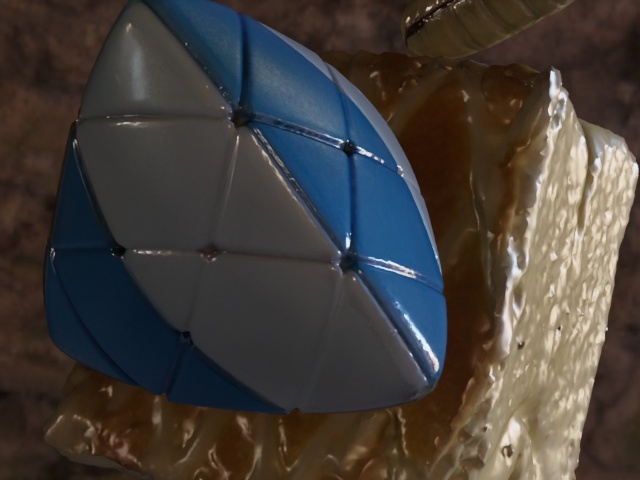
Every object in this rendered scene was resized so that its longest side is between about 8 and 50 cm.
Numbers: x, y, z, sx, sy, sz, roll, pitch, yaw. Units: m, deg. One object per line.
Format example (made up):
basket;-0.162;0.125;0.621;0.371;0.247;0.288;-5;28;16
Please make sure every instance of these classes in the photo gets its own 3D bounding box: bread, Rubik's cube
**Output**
bread;0.149;-0.198;1.048;0.214;0.073;0.053;-23;16;34
Rubik's cube;0.000;0.000;0.747;0.254;0.254;0.254;2;-12;0
bread;0.026;0.045;1.097;0.371;0.390;0.279;10;-14;28
